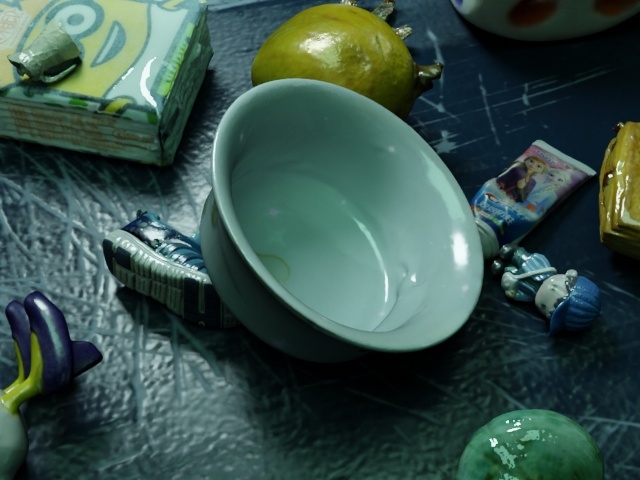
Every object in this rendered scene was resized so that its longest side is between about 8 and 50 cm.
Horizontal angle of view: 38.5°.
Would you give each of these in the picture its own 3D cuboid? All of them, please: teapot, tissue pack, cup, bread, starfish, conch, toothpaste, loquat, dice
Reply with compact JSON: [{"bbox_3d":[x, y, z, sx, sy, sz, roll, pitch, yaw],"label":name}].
[{"bbox_3d":[-0.353,-0.237,1.178,0.083,0.057,0.067,-39,100,-13],"label":"teapot"},{"bbox_3d":[-0.328,-0.240,1.280,0.311,0.128,0.228,10,57,8],"label":"tissue pack"},{"bbox_3d":[0.000,0.000,1.048,0.347,0.163,0.347,19,50,-25],"label":"cup"},{"bbox_3d":[0.468,-0.044,1.155,0.235,0.099,0.210,13,58,3],"label":"bread"},{"bbox_3d":[0.065,-0.302,1.381,0.150,0.053,0.209,-7,58,11],"label":"starfish"},{"bbox_3d":[0.217,0.261,0.926,0.176,0.122,0.188,38,64,1],"label":"conch"},{"bbox_3d":[0.250,-0.048,1.190,0.096,0.061,0.266,36,56,24],"label":"toothpaste"},{"bbox_3d":[0.038,-0.207,1.205,0.246,0.213,0.213,-2,54,10],"label":"loquat"},{"bbox_3d":[0.342,-0.489,1.364,0.304,0.277,0.304,-8,57,-6],"label":"dice"}]

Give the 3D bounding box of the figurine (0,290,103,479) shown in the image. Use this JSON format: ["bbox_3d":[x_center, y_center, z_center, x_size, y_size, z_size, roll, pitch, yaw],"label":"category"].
[{"bbox_3d":[-0.430,0.214,0.956,0.421,0.154,0.193,-25,94,-25],"label":"figurine"}]

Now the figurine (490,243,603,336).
[{"bbox_3d":[0.275,0.059,1.108,0.079,0.077,0.136,5,29,-38],"label":"figurine"}]

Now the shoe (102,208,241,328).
[{"bbox_3d":[-0.160,0.029,1.111,0.207,0.091,0.106,29,52,14],"label":"shoe"}]
